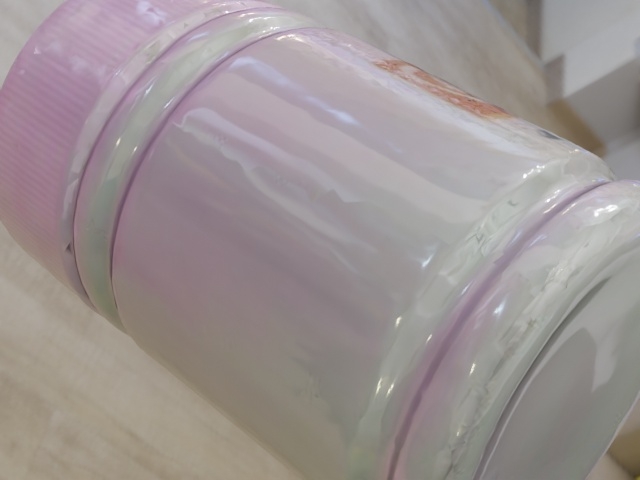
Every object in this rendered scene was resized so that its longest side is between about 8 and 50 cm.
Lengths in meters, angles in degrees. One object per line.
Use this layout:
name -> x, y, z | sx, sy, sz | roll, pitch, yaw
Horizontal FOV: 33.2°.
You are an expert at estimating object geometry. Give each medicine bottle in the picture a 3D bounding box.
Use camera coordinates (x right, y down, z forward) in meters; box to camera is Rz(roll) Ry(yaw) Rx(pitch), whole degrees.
medicine bottle -> 0.000, 0.000, 0.549 | 0.316, 0.202, 0.202 | 34, 22, 32
